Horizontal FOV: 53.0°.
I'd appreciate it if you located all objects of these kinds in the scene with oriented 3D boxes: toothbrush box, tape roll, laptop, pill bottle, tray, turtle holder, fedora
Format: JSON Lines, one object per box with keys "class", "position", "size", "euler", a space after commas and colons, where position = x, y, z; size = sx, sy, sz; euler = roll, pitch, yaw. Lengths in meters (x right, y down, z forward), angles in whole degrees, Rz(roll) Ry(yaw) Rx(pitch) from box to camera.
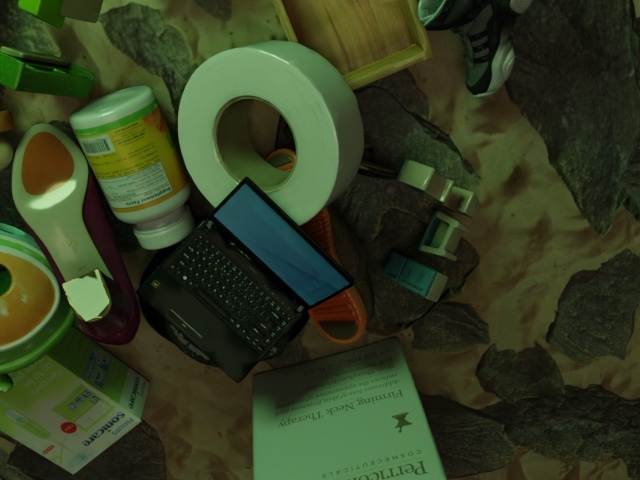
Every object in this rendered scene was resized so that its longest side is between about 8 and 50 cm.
{"class": "toothbrush box", "position": [-0.515, 0.293, 1.251], "size": [0.206, 0.122, 0.283], "euler": [-38, 116, 14]}
{"class": "tape roll", "position": [-0.080, -0.159, 0.997], "size": [0.286, 0.100, 0.286], "euler": [11, 118, 23]}
{"class": "laptop", "position": [-0.124, 0.074, 1.011], "size": [0.234, 0.136, 0.264], "euler": [44, 89, -8]}
{"class": "pill bottle", "position": [-0.294, -0.114, 1.050], "size": [0.136, 0.136, 0.245], "euler": [-16, 118, 3]}
{"class": "tray", "position": [0.006, -0.433, 0.950], "size": [0.203, 0.076, 0.411], "euler": [-22, 119, 5]}
{"class": "turtle holder", "position": [-0.554, 0.064, 1.063], "size": [0.243, 0.320, 0.227], "euler": [-27, 136, -12]}
{"class": "fedora", "position": [-0.171, 0.137, 1.180], "size": [0.334, 0.152, 0.334], "euler": [-3, 120, -5]}

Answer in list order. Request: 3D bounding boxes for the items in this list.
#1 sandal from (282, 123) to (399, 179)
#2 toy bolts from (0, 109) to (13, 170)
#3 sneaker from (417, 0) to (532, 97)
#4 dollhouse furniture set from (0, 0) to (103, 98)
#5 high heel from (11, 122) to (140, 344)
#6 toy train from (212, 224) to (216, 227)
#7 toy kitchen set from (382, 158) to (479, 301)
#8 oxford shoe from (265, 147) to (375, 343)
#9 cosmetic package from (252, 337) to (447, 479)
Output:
{"class": "sandal", "position": [0.043, -0.160, 1.104], "size": [0.219, 0.090, 0.060], "euler": [24, 91, -10]}
{"class": "toy bolts", "position": [-0.602, -0.149, 0.958], "size": [0.228, 0.218, 0.158], "euler": [-15, 104, 15]}
{"class": "sneaker", "position": [0.220, -0.326, 0.978], "size": [0.153, 0.101, 0.268], "euler": [-3, 148, -3]}
{"class": "dollhouse furniture set", "position": [-0.481, -0.360, 0.941], "size": [0.301, 0.151, 0.197], "euler": [26, 107, 12]}
{"class": "high heel", "position": [-0.399, -0.005, 1.053], "size": [0.127, 0.377, 0.181], "euler": [-18, 160, -9]}
{"class": "toy train", "position": [-0.171, -0.056, 1.161], "size": [0.024, 0.017, 0.083], "euler": [28, 112, -8]}
{"class": "toy kitchen set", "position": [0.163, -0.022, 1.153], "size": [0.166, 0.122, 0.207], "euler": [24, 92, -39]}
{"class": "oxford shoe", "position": [0.000, 0.000, 1.164], "size": [0.130, 0.133, 0.363], "euler": [-13, 105, 32]}
{"class": "cosmetic package", "position": [0.070, 0.462, 1.246], "size": [0.329, 0.393, 0.327], "euler": [-16, 118, 2]}
